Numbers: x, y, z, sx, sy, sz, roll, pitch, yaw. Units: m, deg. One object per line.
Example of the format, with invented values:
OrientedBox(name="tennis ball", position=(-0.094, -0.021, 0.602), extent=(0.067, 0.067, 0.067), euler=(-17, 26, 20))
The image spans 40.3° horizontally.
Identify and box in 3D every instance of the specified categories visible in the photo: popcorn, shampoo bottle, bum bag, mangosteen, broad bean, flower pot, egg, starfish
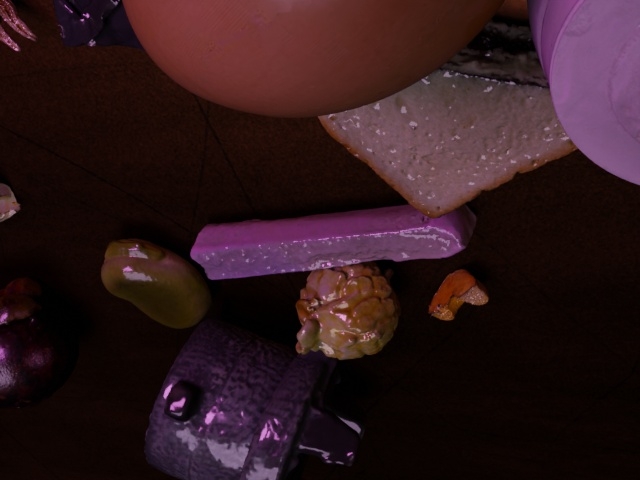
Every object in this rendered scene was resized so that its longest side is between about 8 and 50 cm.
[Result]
OrientedBox(name="popcorn", position=(0.038, 0.088, 1.150), extent=(0.135, 0.162, 0.142), euler=(15, 105, 51))
OrientedBox(name="shampoo bottle", position=(0.299, -0.198, 0.676), extent=(0.272, 0.266, 0.273), euler=(8, 137, 8))
OrientedBox(name="bum bag", position=(-0.191, -0.248, 0.955), extent=(0.248, 0.060, 0.123), euler=(8, 136, 13))
OrientedBox(name="mangosteen", position=(-0.488, 0.167, 1.382), extent=(0.209, 0.210, 0.210), euler=(10, 135, 10))
OrientedBox(name="broad bean", position=(-0.237, 0.058, 1.264), extent=(0.174, 0.082, 0.124), euler=(30, 137, -25))
OrientedBox(name="flower pot", position=(-0.071, 0.251, 1.258), extent=(0.282, 0.299, 0.299), euler=(22, 137, 11))
OrientedBox(name="egg", position=(-0.001, -0.254, 0.703), extent=(0.374, 0.301, 0.301), euler=(-35, 114, 30))
OrientedBox(name="starfish", position=(-0.394, -0.283, 1.011), extent=(0.130, 0.041, 0.133), euler=(-3, 105, 16))

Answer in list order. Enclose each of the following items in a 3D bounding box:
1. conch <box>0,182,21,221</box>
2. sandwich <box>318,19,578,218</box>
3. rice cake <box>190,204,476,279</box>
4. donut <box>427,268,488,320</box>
OrientedBox(name="conch", position=(-0.576, -0.045, 1.236), extent=(0.250, 0.137, 0.143), euler=(-8, 129, 26))
OrientedBox(name="sandwich", position=(0.145, -0.161, 0.890), extent=(0.288, 0.100, 0.254), euler=(-25, 121, 37))
OrientedBox(name="rice cake", position=(0.001, -0.001, 1.121), extent=(0.398, 0.070, 0.064), euler=(-6, 126, 24))
OrientedBox(name="donut", position=(0.181, 0.078, 1.139), extent=(0.037, 0.067, 0.083), euler=(24, 104, -28))
